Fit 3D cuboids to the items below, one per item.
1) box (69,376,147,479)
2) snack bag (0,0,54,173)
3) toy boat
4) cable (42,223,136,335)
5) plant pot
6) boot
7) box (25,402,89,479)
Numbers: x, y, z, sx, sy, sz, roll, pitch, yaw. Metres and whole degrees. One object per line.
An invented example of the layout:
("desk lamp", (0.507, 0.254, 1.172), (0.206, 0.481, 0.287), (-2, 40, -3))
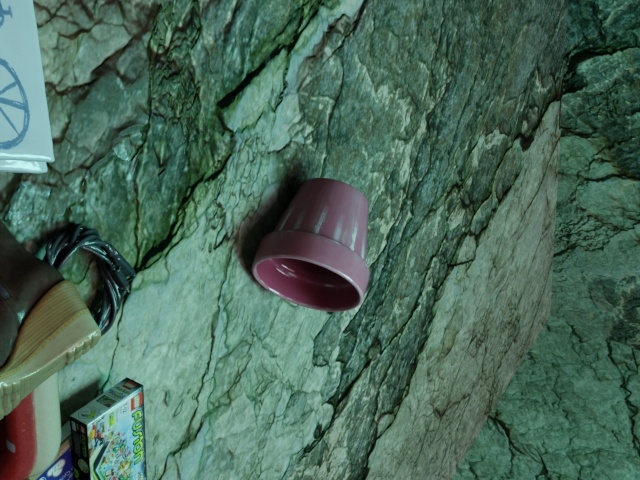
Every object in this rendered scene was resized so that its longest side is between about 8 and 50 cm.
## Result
("box", (-0.306, 0.314, 1.300), (0.114, 0.036, 0.207), (-34, 136, -49))
("snack bag", (-0.380, -0.213, 0.754), (0.342, 0.037, 0.323), (-9, 92, -59))
("toy boat", (-0.394, 0.184, 1.058), (0.151, 0.151, 0.231), (-7, 119, -24))
("cable", (-0.322, 0.061, 1.171), (0.150, 0.047, 0.184), (-54, 151, -15))
("plant pot", (0.000, 0.000, 1.542), (0.201, 0.201, 0.180), (60, 41, -56))
("boot", (-0.379, 0.086, 0.929), (0.248, 0.207, 0.090), (-35, 161, -44))
("box", (-0.359, 0.361, 1.319), (0.136, 0.036, 0.225), (-45, 145, -37))
